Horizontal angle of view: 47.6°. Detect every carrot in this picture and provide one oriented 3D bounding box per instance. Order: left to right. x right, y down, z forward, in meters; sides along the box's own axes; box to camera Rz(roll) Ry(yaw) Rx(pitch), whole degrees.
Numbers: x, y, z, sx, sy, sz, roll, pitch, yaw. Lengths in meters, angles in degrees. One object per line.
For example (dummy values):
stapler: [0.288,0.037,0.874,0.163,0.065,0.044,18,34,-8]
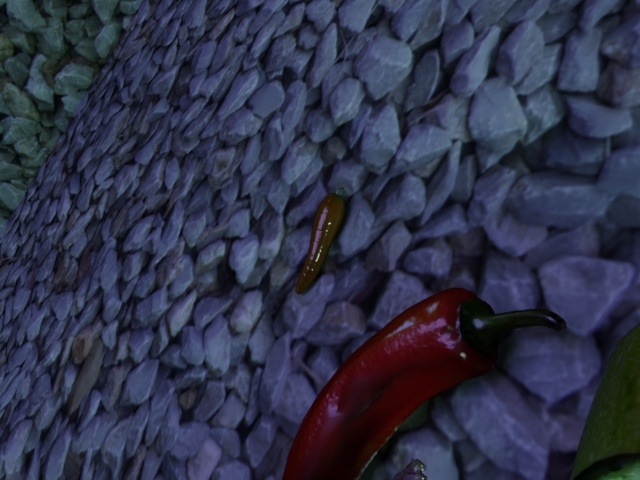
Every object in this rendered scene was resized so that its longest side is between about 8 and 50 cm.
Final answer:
carrot: [0.000,0.000,0.886,0.035,0.035,0.142,14,82,53]

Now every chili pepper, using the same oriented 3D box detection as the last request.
chili pepper: [0.062,0.160,0.663,0.368,0.092,0.137,-53,42,21]

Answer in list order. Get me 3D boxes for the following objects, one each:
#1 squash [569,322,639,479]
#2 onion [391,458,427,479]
squash: [0.235,0.119,0.424,0.170,0.170,0.122,-20,40,42]
onion: [0.016,0.325,0.472,0.267,0.159,0.348,-44,44,45]
